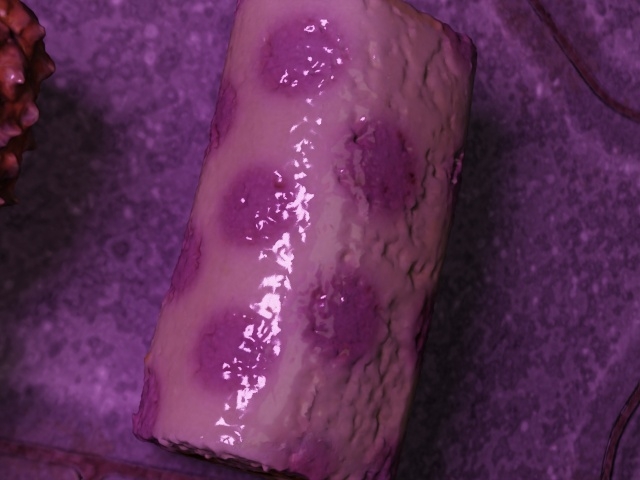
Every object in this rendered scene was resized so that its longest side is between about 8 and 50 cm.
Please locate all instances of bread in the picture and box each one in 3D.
[{"bbox_3d":[0.000,0.000,0.941,0.187,0.155,0.338,21,75,-37],"label":"bread"}]

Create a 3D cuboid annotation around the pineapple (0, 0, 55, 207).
[{"bbox_3d":[-0.257,0.015,0.771,0.169,0.169,0.340,13,87,-34],"label":"pineapple"}]
